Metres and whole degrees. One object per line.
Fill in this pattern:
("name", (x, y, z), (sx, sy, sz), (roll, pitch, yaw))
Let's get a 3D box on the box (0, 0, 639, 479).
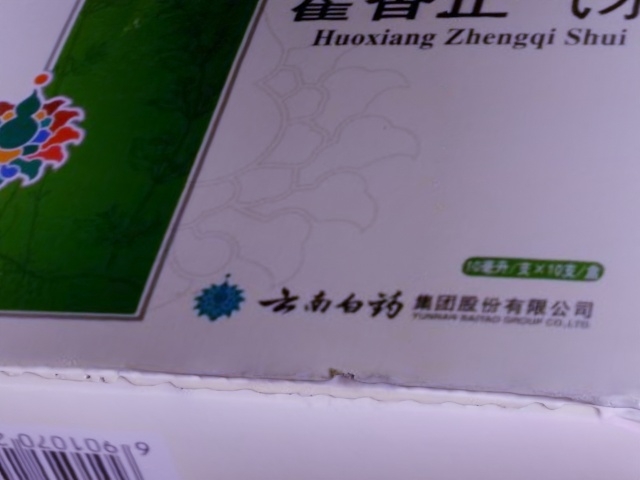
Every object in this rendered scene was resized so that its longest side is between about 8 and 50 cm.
("box", (0.000, 0.000, 0.518), (0.095, 0.212, 0.168), (72, 27, -43))
